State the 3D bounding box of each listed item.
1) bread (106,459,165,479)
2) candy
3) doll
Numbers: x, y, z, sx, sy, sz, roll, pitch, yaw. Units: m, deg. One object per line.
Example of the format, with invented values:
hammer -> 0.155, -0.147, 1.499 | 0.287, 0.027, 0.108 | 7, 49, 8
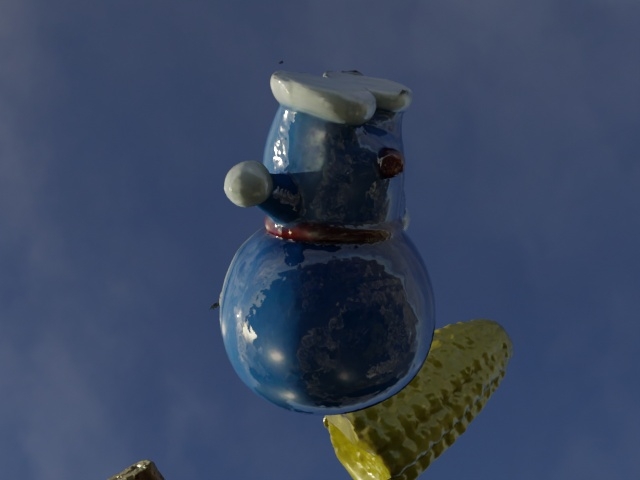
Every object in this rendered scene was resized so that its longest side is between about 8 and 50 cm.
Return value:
bread -> -0.125, 0.204, 0.984 | 0.047, 0.036, 0.083 | -33, -77, -2
candy -> 0.097, 0.138, 1.186 | 0.199, 0.106, 0.094 | -34, -27, -28
doll -> 0.000, 0.000, 0.963 | 0.215, 0.161, 0.257 | -6, -76, -46
